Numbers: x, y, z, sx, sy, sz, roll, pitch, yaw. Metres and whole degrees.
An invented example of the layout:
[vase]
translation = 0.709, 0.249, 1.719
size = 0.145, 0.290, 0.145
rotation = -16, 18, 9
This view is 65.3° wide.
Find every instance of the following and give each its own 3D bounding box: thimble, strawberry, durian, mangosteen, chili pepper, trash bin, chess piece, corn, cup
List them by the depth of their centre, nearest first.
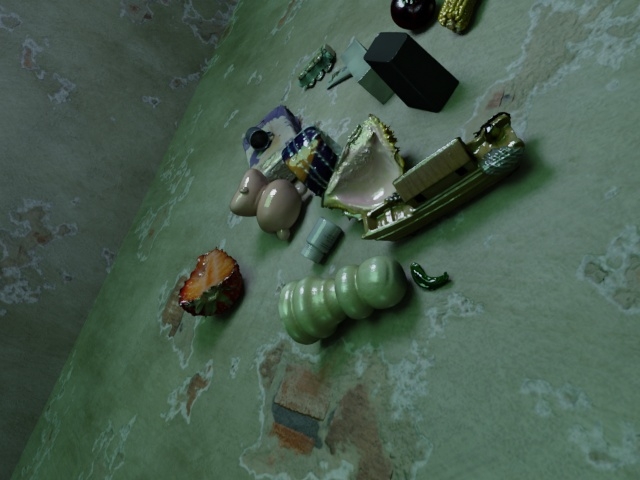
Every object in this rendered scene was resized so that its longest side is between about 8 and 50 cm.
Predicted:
[chili pepper]
translation = 0.250, 0.088, 1.184
size = 0.118, 0.035, 0.055
rotation = 19, 97, 59
[chess piece]
translation = 0.068, 0.139, 1.277
size = 0.330, 0.182, 0.182
rotation = -25, 47, 31
[durian]
translation = 0.151, -0.164, 1.403
size = 0.196, 0.186, 0.305
rotation = 44, 106, 35
[trash bin]
translation = 0.253, -0.483, 1.431
size = 0.115, 0.226, 0.165
rotation = -58, 35, 5
[corn]
translation = 0.447, -0.765, 1.512
size = 0.101, 0.101, 0.291
rotation = 17, 78, 55
[thimble]
translation = -0.004, -0.254, 1.588
size = 0.150, 0.237, 0.237
rotation = -42, 38, 17
[mangosteen]
translation = 0.309, -0.774, 1.666
size = 0.153, 0.153, 0.152
rotation = -31, 44, 35
[strawberry]
translation = -0.397, 0.174, 1.838
size = 0.253, 0.150, 0.280
rotation = -42, 31, -11
[cup]
translation = -0.228, -0.390, 1.877
size = 0.100, 0.078, 0.077
rotation = -22, 33, -14

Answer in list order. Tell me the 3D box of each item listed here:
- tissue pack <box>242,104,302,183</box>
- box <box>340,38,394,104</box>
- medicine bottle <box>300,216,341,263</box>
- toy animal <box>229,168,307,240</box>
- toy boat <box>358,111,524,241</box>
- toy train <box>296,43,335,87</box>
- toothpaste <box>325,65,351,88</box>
[tissue pack]
translation = -0.170, -0.351, 1.941
size = 0.242, 0.125, 0.343
rotation = -39, 41, 17
[box]
translation = 0.165, -0.573, 1.690
size = 0.086, 0.130, 0.225
rotation = -45, 38, 21
[medicine bottle]
translation = 0.000, 0.000, 1.519
size = 0.130, 0.080, 0.080
rotation = -58, 35, 3
[toy animal]
translation = -0.189, -0.142, 1.735
size = 0.230, 0.221, 0.209
rotation = 24, 88, 56
[toy boat]
translation = 0.275, -0.131, 1.202
size = 0.446, 0.162, 0.135
rotation = -36, 44, 30
[toy train]
translation = -0.021, -0.724, 2.086
size = 0.194, 0.081, 0.125
rotation = -35, 31, 35
[toothpaste]
translation = 0.106, -0.644, 1.902
size = 0.256, 0.037, 0.067
rotation = -10, 58, 52
